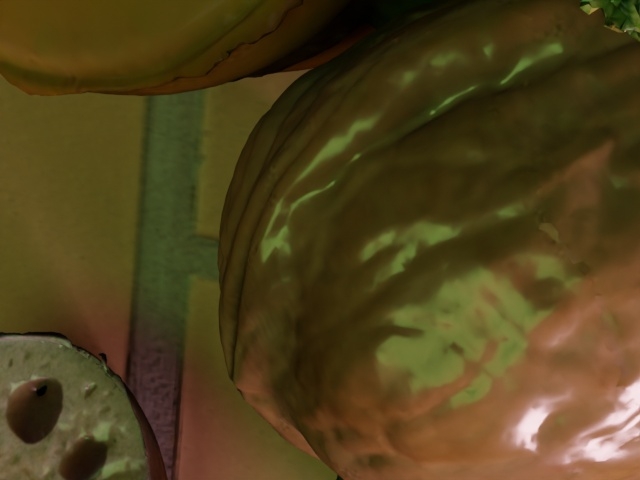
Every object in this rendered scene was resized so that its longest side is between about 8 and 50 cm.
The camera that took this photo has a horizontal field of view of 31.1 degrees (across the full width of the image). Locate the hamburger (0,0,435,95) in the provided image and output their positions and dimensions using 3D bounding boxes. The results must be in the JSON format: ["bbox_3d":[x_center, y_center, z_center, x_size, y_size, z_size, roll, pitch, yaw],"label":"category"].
[{"bbox_3d":[-0.083,-0.284,0.679,0.395,0.277,0.396,7,106,25],"label":"hamburger"}]

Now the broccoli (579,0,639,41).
[{"bbox_3d":[0.176,-0.241,0.420,0.321,0.310,0.413,15,67,23],"label":"broccoli"}]

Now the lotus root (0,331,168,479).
[{"bbox_3d":[-0.228,0.214,0.913,0.272,0.192,0.272,-5,66,11],"label":"lotus root"}]

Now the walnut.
[{"bbox_3d":[0.096,0.003,0.592,0.313,0.252,0.277,-28,66,-2],"label":"walnut"}]

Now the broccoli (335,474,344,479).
[{"bbox_3d":[0.110,0.242,0.710,0.294,0.245,0.265,43,136,-22],"label":"broccoli"}]
